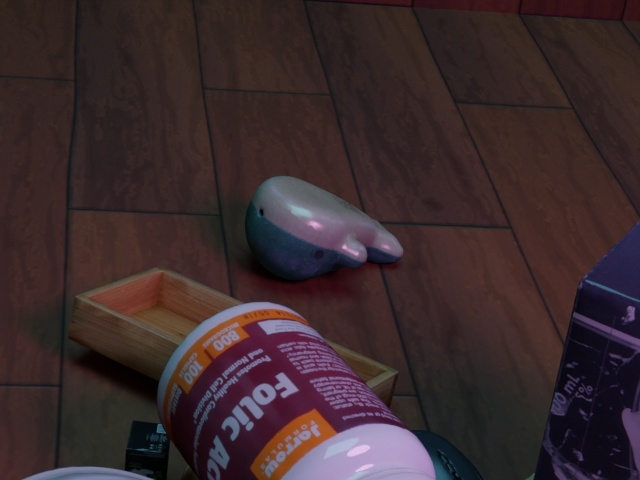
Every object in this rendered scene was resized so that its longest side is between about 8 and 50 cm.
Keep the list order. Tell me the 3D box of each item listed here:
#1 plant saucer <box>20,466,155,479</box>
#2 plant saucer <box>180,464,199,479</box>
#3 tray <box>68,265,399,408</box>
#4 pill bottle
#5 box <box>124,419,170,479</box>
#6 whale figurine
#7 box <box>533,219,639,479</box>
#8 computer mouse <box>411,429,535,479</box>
[{"bbox_3d":[-0.182,0.383,1.568,0.400,0.100,0.400,22,41,-20],"label":"plant saucer"},{"bbox_3d":[-0.076,0.321,1.923,0.200,0.037,0.200,5,29,-3],"label":"plant saucer"},{"bbox_3d":[-0.122,0.159,2.128,0.411,0.076,0.203,23,22,24],"label":"tray"},{"bbox_3d":[-0.010,0.258,1.754,0.224,0.224,0.392,-10,33,-28],"label":"pill bottle"},{"bbox_3d":[-0.215,0.276,1.921,0.052,0.083,0.062,7,29,-3],"label":"box"},{"bbox_3d":[0.000,0.000,2.440,0.272,0.141,0.216,15,19,-42],"label":"whale figurine"},{"bbox_3d":[0.507,0.266,1.706,0.471,0.480,0.297,23,34,26],"label":"box"},{"bbox_3d":[0.198,0.305,1.990,0.184,0.060,0.262,-10,34,-26],"label":"computer mouse"}]
